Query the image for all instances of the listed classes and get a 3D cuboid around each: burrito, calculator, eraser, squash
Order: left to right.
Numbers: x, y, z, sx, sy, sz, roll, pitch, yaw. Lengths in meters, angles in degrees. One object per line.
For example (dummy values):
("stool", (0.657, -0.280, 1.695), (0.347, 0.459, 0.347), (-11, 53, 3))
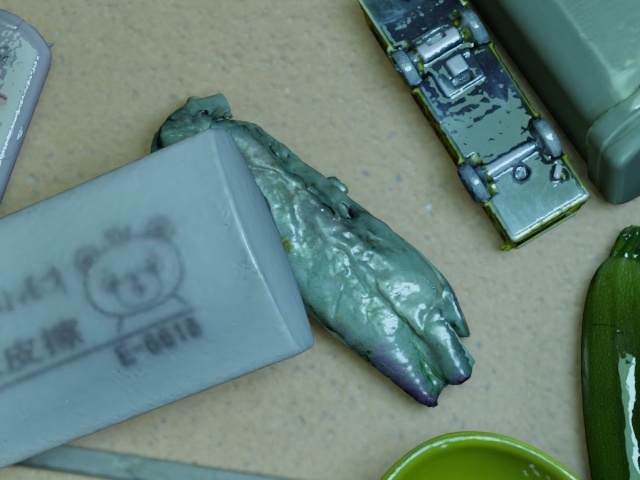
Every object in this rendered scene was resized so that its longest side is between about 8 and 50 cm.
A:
("calculator", (-0.277, -0.099, 1.502), (0.100, 0.032, 0.175), (17, 82, 8))
("eraser", (-0.160, 0.046, 1.403), (0.270, 0.095, 0.174), (-22, 87, 15))
("burrito", (-0.002, 0.002, 1.442), (0.309, 0.066, 0.096), (41, 90, 11))
("squash", (0.224, 0.111, 1.401), (0.066, 0.066, 0.252), (-4, 78, 4))

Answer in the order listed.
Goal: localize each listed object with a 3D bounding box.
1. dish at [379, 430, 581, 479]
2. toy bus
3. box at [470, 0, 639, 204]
("dish", (0.096, 0.272, 1.359), (0.262, 0.108, 0.221), (-40, 79, -5))
("toy bus", (0.112, -0.102, 1.447), (0.081, 0.074, 0.226), (-32, 78, -3))
("box", (0.260, -0.270, 1.418), (0.352, 0.177, 0.344), (-35, 77, -1))
